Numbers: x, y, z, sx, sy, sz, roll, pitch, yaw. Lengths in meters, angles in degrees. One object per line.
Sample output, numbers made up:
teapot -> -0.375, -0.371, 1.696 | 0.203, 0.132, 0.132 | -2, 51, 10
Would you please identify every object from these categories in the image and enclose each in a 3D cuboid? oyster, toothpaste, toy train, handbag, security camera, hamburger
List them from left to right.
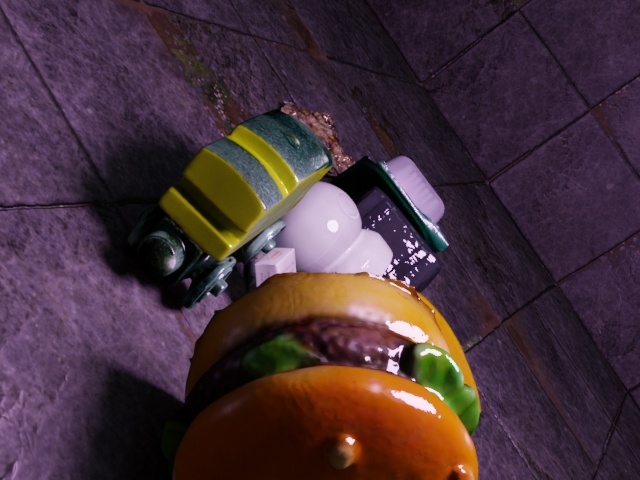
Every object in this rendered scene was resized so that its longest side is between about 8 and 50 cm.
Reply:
toy train -> -0.129, -0.070, 1.430 | 0.179, 0.272, 0.442 | 44, 23, 1
toothpaste -> -0.112, 0.043, 1.623 | 0.062, 0.037, 0.216 | 33, 35, -34
hamburger -> -0.004, 0.260, 1.112 | 0.395, 0.395, 0.278 | 42, 25, -28
oyster -> -0.005, -0.259, 2.225 | 0.222, 0.083, 0.214 | 27, 31, -36
security camera -> 0.000, 0.000, 1.709 | 0.236, 0.194, 0.195 | 46, 23, -12
handbag -> 0.117, 0.028, 1.916 | 0.254, 0.181, 0.181 | 52, -9, 0

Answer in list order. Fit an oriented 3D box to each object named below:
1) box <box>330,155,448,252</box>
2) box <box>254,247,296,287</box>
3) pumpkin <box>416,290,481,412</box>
box -> 0.173, -0.086, 2.047 | 0.264, 0.106, 0.336 | 54, -17, -4
box -> -0.072, 0.098, 1.512 | 0.100, 0.048, 0.152 | -41, 132, -66
pumpkin -> 0.126, 0.236, 1.594 | 0.303, 0.225, 0.256 | 41, 29, -43
